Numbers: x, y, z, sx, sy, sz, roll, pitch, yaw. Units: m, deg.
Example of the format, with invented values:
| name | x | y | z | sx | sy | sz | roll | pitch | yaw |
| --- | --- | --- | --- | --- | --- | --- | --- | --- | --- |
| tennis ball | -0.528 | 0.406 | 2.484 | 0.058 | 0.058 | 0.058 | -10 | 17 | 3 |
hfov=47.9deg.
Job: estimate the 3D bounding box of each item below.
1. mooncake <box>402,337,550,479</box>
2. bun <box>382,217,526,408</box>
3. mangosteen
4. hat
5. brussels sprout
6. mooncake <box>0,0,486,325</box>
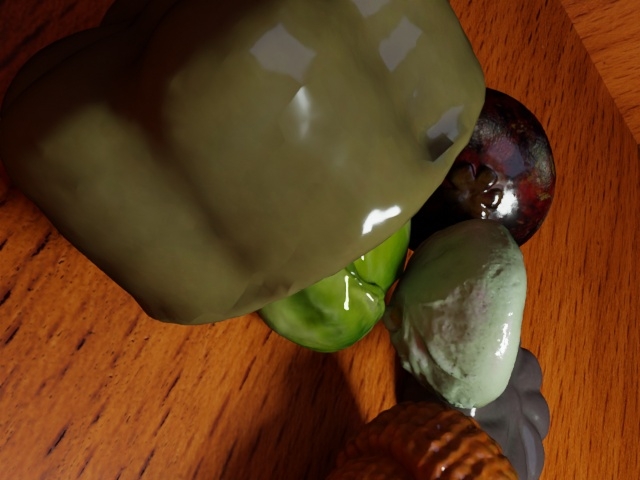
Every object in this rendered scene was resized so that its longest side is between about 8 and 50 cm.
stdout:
| name | x | y | z | sx | sy | sz | roll | pitch | yaw |
| --- | --- | --- | --- | --- | --- | --- | --- | --- | --- |
| mooncake | 0.269 | 0.288 | 1.224 | 0.306 | 0.154 | 0.306 | 22 | 59 | -41 |
| bun | 0.177 | 0.098 | 1.031 | 0.283 | 0.179 | 0.283 | 8 | 90 | -89 |
| mangosteen | 0.239 | -0.118 | 1.249 | 0.306 | 0.306 | 0.359 | 60 | 10 | -15 |
| hat | 0.058 | 0.387 | 0.894 | 0.400 | 0.285 | 0.285 | -15 | 88 | -34 |
| brussels sprout | 0.001 | 0.001 | 0.976 | 0.259 | 0.227 | 0.294 | -49 | 138 | -53 |
| mooncake | -0.085 | -0.148 | 0.735 | 0.262 | 0.467 | 0.467 | 56 | 42 | -28 |
